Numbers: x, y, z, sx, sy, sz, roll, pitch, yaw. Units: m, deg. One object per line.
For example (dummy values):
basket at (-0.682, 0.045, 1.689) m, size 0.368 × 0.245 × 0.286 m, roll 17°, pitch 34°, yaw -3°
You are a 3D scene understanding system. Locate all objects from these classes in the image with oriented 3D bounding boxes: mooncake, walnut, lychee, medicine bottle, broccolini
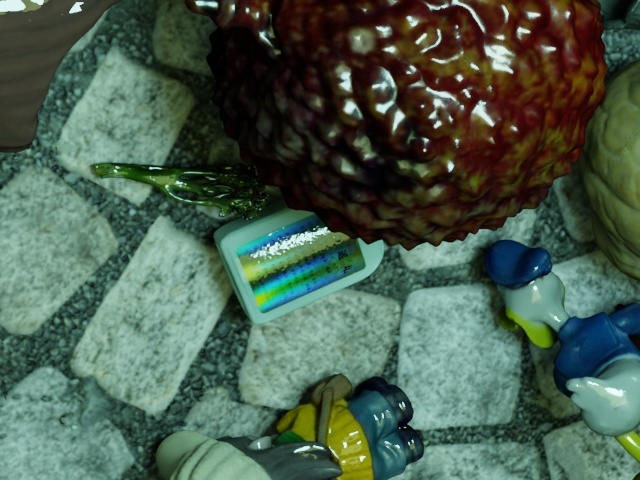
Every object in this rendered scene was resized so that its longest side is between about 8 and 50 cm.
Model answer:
mooncake at (-0.350, -0.248, 1.667) m, size 0.326 × 0.174 × 0.334 m, roll -24°, pitch 111°, yaw -10°
walnut at (0.436, -0.079, 1.894) m, size 0.285 × 0.285 × 0.296 m, roll -48°, pitch 124°, yaw 2°
lychee at (0.074, -0.201, 1.662) m, size 0.500 × 0.424 × 0.424 m, roll 13°, pitch 104°, yaw -44°
medicine bottle at (0.000, 0.000, 1.891) m, size 0.229 × 0.083 × 0.121 m, roll -24°, pitch 110°, yaw -7°
broccolini at (-0.160, -0.061, 1.849) m, size 0.201 × 0.074 × 0.058 m, roll 3°, pitch 109°, yaw -3°

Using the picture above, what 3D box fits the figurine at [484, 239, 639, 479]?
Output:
figurine at (0.337, 0.114, 1.950) m, size 0.338 × 0.283 × 0.204 m, roll 46°, pitch 111°, yaw 2°

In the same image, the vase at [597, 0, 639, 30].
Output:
vase at (0.451, -0.268, 1.931) m, size 0.237 × 0.115 × 0.115 m, roll 18°, pitch 101°, yaw -24°

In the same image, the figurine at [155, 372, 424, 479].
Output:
figurine at (-0.031, 0.283, 1.905) m, size 0.332 × 0.204 × 0.185 m, roll -20°, pitch 109°, yaw -10°
